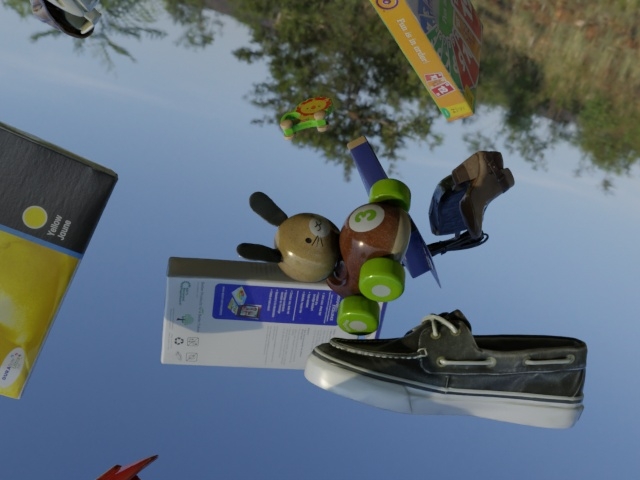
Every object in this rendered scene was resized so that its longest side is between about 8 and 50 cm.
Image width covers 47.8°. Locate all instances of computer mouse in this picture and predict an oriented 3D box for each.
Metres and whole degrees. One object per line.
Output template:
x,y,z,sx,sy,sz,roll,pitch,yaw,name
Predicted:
0.190,-0.041,1.202,0.184,0.262,0.060,-18,-115,1,computer mouse

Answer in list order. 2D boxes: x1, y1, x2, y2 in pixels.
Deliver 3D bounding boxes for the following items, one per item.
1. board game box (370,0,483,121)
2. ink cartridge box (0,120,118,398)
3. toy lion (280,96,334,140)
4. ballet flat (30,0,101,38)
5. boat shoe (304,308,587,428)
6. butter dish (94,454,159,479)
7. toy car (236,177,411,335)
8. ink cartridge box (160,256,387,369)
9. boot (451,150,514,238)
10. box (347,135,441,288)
0.075,-0.233,0.625,0.039,0.124,0.259,-12,141,35,board game box
-0.439,-0.003,0.836,0.307,0.303,0.072,23,-178,-27,ink cartridge box
-0.024,-0.229,1.315,0.100,0.034,0.096,-15,-142,5,toy lion
-0.387,-0.377,1.086,0.124,0.116,0.342,39,169,-10,ballet flat
0.151,0.138,0.856,0.335,0.119,0.121,8,-174,-8,boat shoe
-0.195,0.280,0.625,0.160,0.160,0.118,-32,-97,-39,butter dish
0.000,0.000,0.857,0.188,0.149,0.155,17,-131,-8,toy car
-0.072,0.117,1.110,0.333,0.165,0.065,6,-152,-10,ink cartridge box
0.240,-0.070,1.041,0.087,0.118,0.042,-18,-174,-18,boot
0.110,-0.035,1.082,0.225,0.036,0.136,63,-178,32,box
